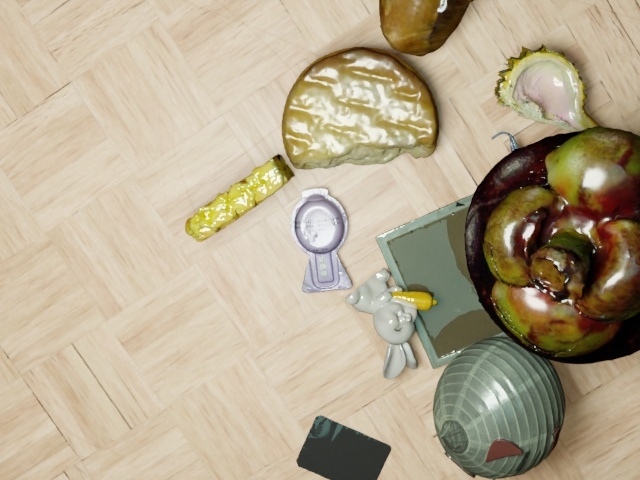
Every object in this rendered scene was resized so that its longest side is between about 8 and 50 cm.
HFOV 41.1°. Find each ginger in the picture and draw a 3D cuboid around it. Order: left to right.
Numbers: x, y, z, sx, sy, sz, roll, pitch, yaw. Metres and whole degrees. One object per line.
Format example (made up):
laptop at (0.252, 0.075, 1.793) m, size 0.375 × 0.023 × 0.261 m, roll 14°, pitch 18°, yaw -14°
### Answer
ginger at (0.195, -0.467, 1.422) m, size 0.165 × 0.172 × 0.321 m, roll 34°, pitch 101°, yaw 36°

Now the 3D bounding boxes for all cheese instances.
cheese at (0.000, 0.000, 1.552) m, size 0.105 × 0.042 × 0.191 m, roll -5°, pitch 98°, yaw 4°

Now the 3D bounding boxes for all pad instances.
pad at (0.043, 0.409, 1.624) m, size 0.157 × 0.003 × 0.112 m, roll 24°, pitch 98°, yaw -1°

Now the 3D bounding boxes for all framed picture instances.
framed picture at (0.251, 0.073, 1.564) m, size 0.216 × 0.016 × 0.274 m, roll -23°, pitch 96°, yaw 6°

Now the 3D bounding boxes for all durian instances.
durian at (0.400, -0.246, 1.489) m, size 0.224 × 0.078 × 0.140 m, roll 34°, pitch 86°, yaw -13°

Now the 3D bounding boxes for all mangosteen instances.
mangosteen at (0.400, -0.005, 1.345) m, size 0.380 × 0.421 × 0.381 m, roll -12°, pitch 66°, yaw 29°

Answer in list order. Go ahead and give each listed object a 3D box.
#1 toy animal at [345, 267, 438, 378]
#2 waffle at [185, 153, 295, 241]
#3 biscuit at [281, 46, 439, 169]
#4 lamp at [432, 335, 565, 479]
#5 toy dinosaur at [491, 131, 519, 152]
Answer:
toy animal at (0.135, 0.148, 1.547) m, size 0.131 × 0.127 × 0.182 m, roll -33°, pitch 81°, yaw -30°
waffle at (-0.147, -0.069, 1.490) m, size 0.210 × 0.160 × 0.055 m, roll -34°, pitch 95°, yaw 6°
biscuit at (0.070, -0.229, 1.494) m, size 0.274 × 0.091 × 0.213 m, roll 0°, pitch 100°, yaw 4°
lamp at (0.301, 0.294, 1.479) m, size 0.233 × 0.265 × 0.233 m, roll 9°, pitch 55°, yaw -13°
toy dinosaur at (0.388, -0.135, 1.515) m, size 0.197 × 0.045 × 0.080 m, roll 38°, pitch 106°, yaw -12°
